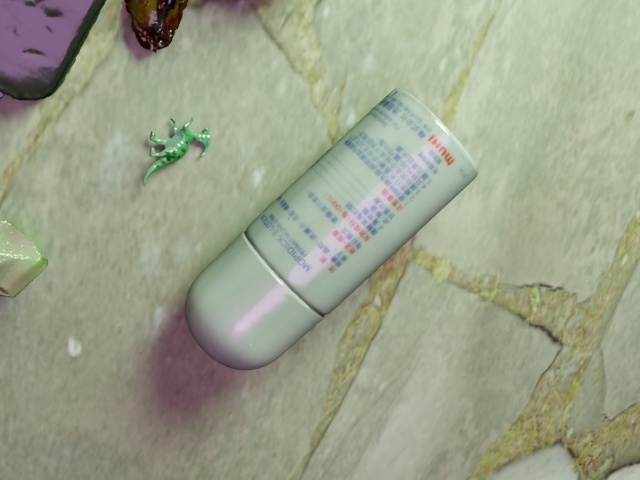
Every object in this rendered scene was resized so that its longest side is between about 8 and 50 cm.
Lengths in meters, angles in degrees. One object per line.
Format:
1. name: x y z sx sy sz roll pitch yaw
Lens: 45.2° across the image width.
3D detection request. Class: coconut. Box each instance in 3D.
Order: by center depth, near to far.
1. coconut: -0.325 0.019 0.770 0.081 0.083 0.082 -41 93 -5

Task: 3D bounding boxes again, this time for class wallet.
1. wallet: -0.351 -0.256 0.676 0.310 0.042 0.165 29 97 -22

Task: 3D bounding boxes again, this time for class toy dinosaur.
1. toy dinosaur: -0.150 -0.092 0.806 0.062 0.021 0.083 11 106 -31

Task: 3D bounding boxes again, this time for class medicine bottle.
1. medicine bottle: 0.000 0.000 0.818 0.341 0.130 0.130 -43 114 3

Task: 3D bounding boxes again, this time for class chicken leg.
1. chicken leg: -0.152 -0.255 0.741 0.062 0.037 0.144 18 105 -4

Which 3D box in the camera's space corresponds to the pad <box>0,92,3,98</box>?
1. pad: -0.362 -0.195 0.721 0.160 0.009 0.265 36 96 -23
